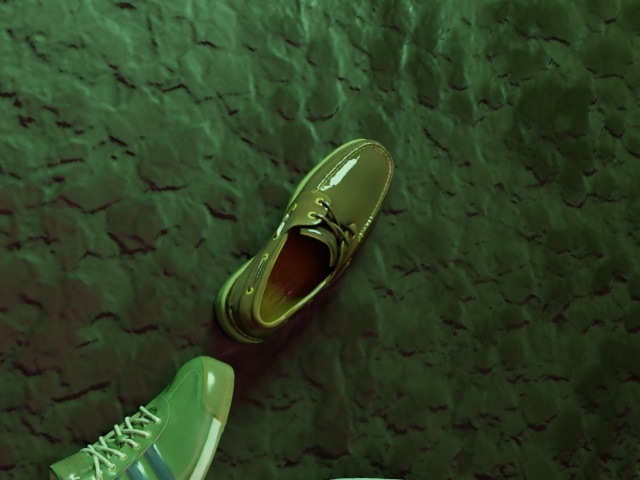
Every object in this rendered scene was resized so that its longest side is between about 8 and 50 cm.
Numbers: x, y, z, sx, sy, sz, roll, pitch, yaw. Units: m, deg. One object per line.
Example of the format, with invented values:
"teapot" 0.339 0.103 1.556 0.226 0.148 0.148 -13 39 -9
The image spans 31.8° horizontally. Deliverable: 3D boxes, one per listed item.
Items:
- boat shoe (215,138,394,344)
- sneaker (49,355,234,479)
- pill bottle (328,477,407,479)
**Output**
"boat shoe" -0.001 0.000 0.789 0.064 0.060 0.178 43 72 -14
"sneaker" -0.129 0.154 0.721 0.086 0.064 0.192 28 79 -23
"pill bottle" 0.044 0.300 0.737 0.152 0.152 0.272 5 85 -22
